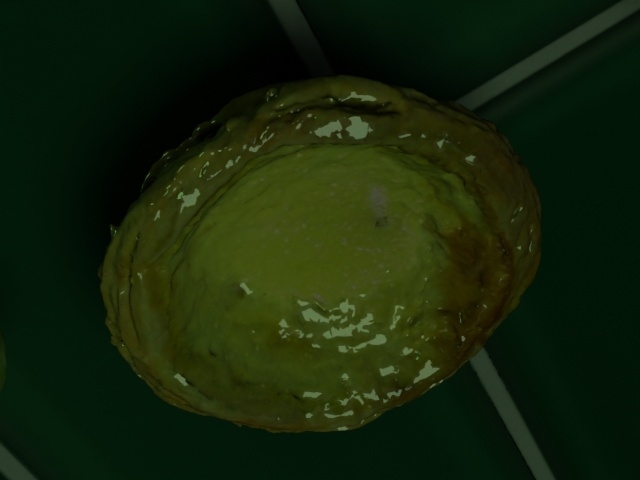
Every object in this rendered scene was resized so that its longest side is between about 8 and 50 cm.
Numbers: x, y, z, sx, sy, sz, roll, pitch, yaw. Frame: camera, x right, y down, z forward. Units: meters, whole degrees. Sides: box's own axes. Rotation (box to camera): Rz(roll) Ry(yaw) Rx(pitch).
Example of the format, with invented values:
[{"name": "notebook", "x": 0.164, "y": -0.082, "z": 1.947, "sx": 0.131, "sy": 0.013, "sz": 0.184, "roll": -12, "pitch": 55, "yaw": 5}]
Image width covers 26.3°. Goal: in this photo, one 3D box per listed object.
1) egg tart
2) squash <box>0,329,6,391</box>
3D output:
[{"name": "egg tart", "x": 0.000, "y": 0.000, "z": 0.884, "sx": 0.294, "sy": 0.123, "sz": 0.294, "roll": -11, "pitch": 131, "yaw": -13}, {"name": "squash", "x": -0.354, "y": 0.042, "z": 0.766, "sx": 0.370, "sy": 0.118, "sz": 0.118, "roll": 16, "pitch": 117, "yaw": -31}]
